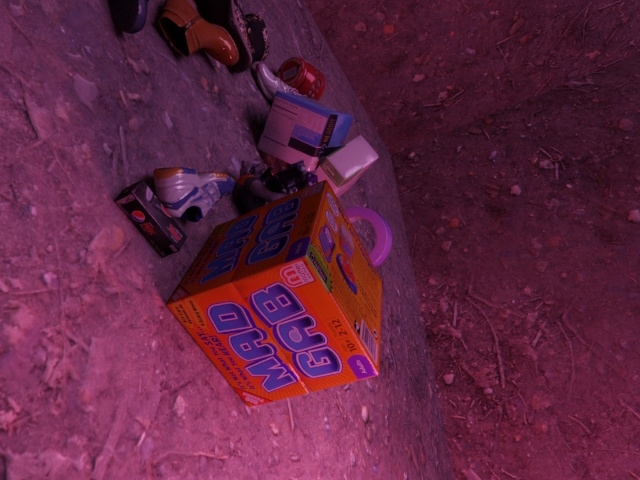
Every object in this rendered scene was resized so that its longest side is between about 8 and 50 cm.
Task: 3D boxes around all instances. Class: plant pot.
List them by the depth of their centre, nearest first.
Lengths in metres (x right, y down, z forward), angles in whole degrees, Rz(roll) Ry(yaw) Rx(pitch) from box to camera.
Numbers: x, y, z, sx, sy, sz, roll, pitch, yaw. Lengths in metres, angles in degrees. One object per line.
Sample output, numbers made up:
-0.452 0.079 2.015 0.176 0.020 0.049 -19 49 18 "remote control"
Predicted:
-0.097 -0.740 2.204 0.174 0.191 0.191 27 47 -54 "plant pot"

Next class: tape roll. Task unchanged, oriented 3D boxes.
0.166 -0.006 2.060 0.090 0.275 0.274 11 61 -67 "tape roll"

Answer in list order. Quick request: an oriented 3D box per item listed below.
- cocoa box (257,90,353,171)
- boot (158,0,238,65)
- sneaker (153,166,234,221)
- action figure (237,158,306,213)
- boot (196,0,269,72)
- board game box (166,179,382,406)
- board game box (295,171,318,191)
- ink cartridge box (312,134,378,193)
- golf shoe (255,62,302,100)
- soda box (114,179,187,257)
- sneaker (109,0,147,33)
-0.048 -0.425 1.850 0.227 0.232 0.347 -68 168 18 "cocoa box"
-0.378 -0.633 1.497 0.283 0.109 0.220 51 26 -36 "boot"
-0.320 -0.112 1.218 0.296 0.112 0.130 -12 100 -68 "sneaker"
-0.155 -0.109 1.436 0.179 0.341 0.330 -18 78 -29 "action figure"
-0.319 -0.837 1.798 0.284 0.138 0.377 -61 132 -62 "boot"
-0.080 0.130 1.198 0.356 0.357 0.356 60 23 -25 "board game box"
-0.075 -0.029 1.542 0.056 0.208 0.346 15 53 -27 "board game box"
0.066 -0.253 1.841 0.201 0.278 0.117 -38 87 -32 "ink cartridge box"
-0.157 -0.625 2.016 0.306 0.140 0.115 55 27 -32 "golf shoe"
-0.372 -0.046 1.056 0.168 0.053 0.060 59 23 -28 "soda box"
-0.483 -0.668 1.267 0.131 0.112 0.318 20 54 -61 "sneaker"
